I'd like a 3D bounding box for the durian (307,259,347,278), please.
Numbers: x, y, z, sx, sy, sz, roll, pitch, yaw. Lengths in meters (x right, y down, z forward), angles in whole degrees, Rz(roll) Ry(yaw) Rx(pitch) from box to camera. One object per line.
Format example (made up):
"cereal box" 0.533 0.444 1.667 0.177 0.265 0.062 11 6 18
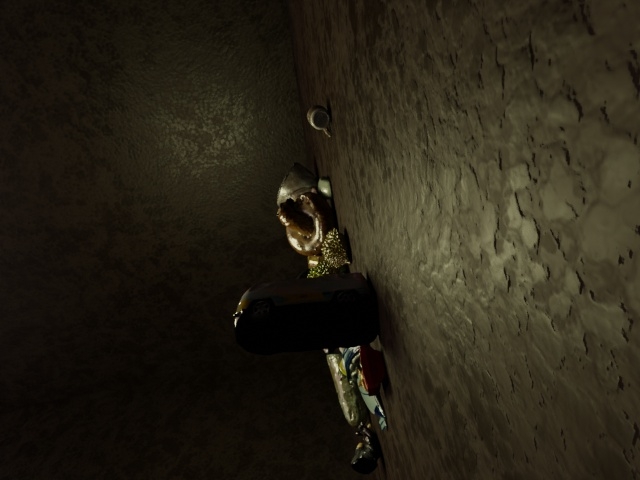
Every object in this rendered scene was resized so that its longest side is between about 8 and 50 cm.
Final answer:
"durian" 0.039 0.187 1.637 0.200 0.176 0.237 -70 -34 -53

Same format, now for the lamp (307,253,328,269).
"lamp" 0.018 0.139 1.970 0.161 0.161 0.185 -106 10 -68

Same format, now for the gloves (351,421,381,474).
"gloves" 0.182 0.768 1.508 0.181 0.106 0.129 -52 -39 -54

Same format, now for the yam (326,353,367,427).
"yam" 0.122 0.630 1.732 0.133 0.133 0.331 85 171 -56

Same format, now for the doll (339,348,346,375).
"doll" 0.116 0.437 1.525 0.135 0.098 0.241 29 145 32

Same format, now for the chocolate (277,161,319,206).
"chocolate" -0.104 -0.294 2.409 0.304 0.212 0.303 -61 -8 -16

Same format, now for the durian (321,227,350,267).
"durian" 0.053 0.032 1.500 0.208 0.102 0.147 75 179 -82

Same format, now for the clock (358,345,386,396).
"clock" 0.146 0.368 1.132 0.155 0.061 0.113 79 180 -61

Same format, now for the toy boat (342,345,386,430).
"toy boat" 0.157 0.472 1.307 0.291 0.066 0.221 -122 33 -45

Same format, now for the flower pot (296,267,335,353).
"flower pot" -0.079 0.313 1.808 0.379 0.250 0.380 15 -111 -45

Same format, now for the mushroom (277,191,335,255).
"mushroom" -0.057 -0.083 1.786 0.263 0.283 0.195 -52 1 28

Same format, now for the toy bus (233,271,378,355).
"toy bus" -0.042 0.199 1.123 0.162 0.385 0.171 -95 -2 -64

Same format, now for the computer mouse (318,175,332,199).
"computer mouse" 0.016 -0.237 1.790 0.182 0.056 0.089 -105 11 -69

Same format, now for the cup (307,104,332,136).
"cup" -0.003 -0.413 1.400 0.099 0.074 0.102 -106 7 -65

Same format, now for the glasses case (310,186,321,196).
"glasses case" 0.001 -0.127 2.096 0.122 0.081 0.322 102 157 -66
